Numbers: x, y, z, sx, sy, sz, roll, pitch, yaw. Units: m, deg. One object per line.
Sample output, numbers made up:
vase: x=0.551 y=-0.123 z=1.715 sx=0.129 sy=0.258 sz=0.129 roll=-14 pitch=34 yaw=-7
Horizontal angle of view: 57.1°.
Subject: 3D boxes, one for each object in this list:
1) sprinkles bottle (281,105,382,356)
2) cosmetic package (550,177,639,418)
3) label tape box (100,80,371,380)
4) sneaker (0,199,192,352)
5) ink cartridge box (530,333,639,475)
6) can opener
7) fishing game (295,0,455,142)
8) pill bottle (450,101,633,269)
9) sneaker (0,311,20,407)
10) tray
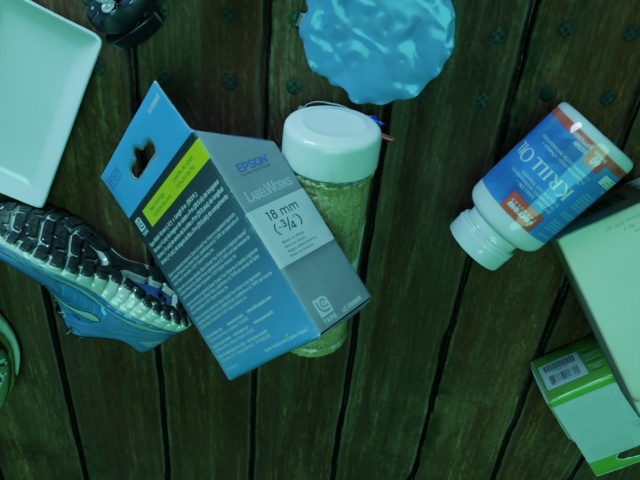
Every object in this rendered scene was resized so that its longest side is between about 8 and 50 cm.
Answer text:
sprinkles bottle: x=0.000 y=0.000 z=0.813 sx=0.121 sy=0.121 sz=0.355 roll=4 pitch=126 yaw=-4
cosmetic package: x=0.461 y=0.084 z=0.840 sx=0.160 sy=0.113 sz=0.309 roll=-27 pitch=99 yaw=15
label tape box: x=-0.119 y=-0.010 z=0.749 sx=0.241 sy=0.106 sz=0.333 roll=-34 pitch=87 yaw=49
sneaker: x=-0.356 y=0.072 z=0.858 sx=0.330 sy=0.129 sz=0.147 roll=37 pitch=112 yaw=-22
ink cartridge box: x=0.514 y=0.286 z=1.036 sx=0.189 sy=0.097 sz=0.255 roll=-29 pitch=120 yaw=15
can opener: x=-0.191 y=-0.297 z=0.675 sx=0.186 sy=0.073 sz=0.059 roll=-34 pitch=79 yaw=15
fishing game: x=0.066 y=-0.253 z=0.712 sx=0.189 sy=0.041 sz=0.264 roll=17 pitch=127 yaw=-3
pill bottle: x=0.285 y=-0.064 z=0.787 sx=0.124 sy=0.124 sz=0.221 roll=32 pitch=116 yaw=-20
sneaker: x=-0.573 y=0.141 z=0.863 sx=0.158 sy=0.182 sz=0.410 roll=1 pitch=123 yaw=-2
tray: x=-0.387 y=-0.177 z=0.754 sx=0.145 sy=0.030 sz=0.270 roll=26 pitch=119 yaw=-16
